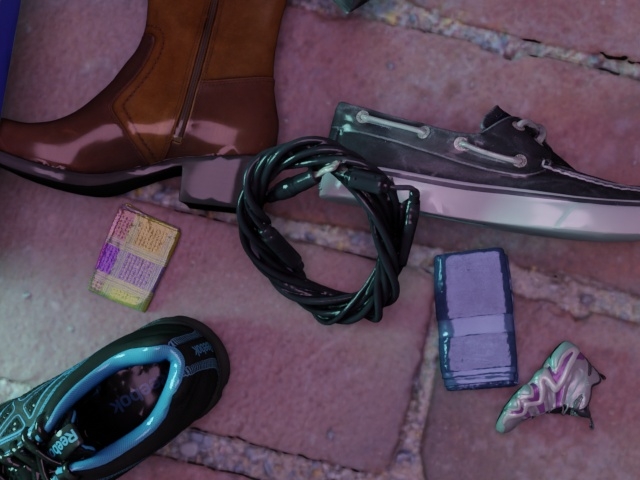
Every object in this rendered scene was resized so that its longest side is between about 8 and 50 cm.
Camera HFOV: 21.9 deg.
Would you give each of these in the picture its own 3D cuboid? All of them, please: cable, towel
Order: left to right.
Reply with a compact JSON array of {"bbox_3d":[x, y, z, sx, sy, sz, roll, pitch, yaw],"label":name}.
[{"bbox_3d":[-0.163,0.015,1.449,0.060,0.009,0.083,22,88,5],"label":"towel"},{"bbox_3d":[0.000,0.000,1.368,0.151,0.184,0.047,17,43,4],"label":"cable"},{"bbox_3d":[0.132,0.067,1.412,0.067,0.029,0.119,-4,86,4],"label":"towel"}]

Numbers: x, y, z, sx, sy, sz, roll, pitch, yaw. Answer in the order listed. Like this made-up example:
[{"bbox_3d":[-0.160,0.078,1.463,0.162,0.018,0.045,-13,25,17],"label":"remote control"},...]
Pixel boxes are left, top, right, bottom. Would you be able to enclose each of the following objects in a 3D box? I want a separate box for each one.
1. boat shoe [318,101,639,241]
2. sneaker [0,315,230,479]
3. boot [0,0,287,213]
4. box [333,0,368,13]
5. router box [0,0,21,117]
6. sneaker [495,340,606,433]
[{"bbox_3d":[0.152,-0.061,1.388,0.301,0.108,0.102,9,88,12],"label":"boat shoe"},{"bbox_3d":[-0.234,0.175,1.378,0.341,0.139,0.125,-39,86,2],"label":"sneaker"},{"bbox_3d":[-0.155,-0.176,1.421,0.264,0.096,0.280,6,85,5],"label":"boot"},{"bbox_3d":[-0.018,-0.410,1.265,0.097,0.395,0.318,-35,72,-28],"label":"box"},{"bbox_3d":[-0.411,-0.146,1.400,0.301,0.082,0.335,7,86,24],"label":"router box"},{"bbox_3d":[0.200,0.141,1.397,0.069,0.038,0.098,42,90,7],"label":"sneaker"}]
